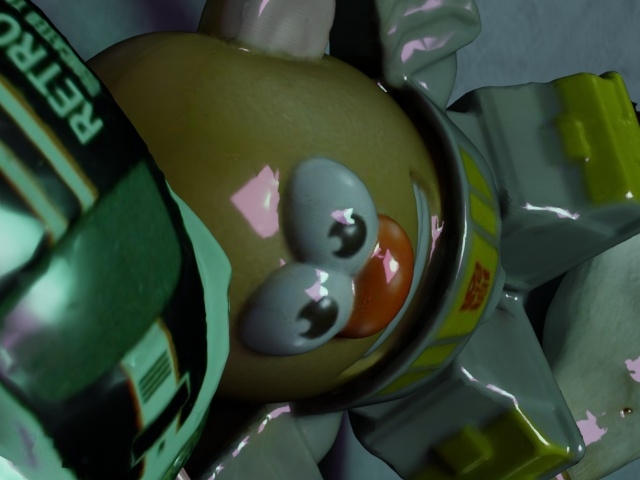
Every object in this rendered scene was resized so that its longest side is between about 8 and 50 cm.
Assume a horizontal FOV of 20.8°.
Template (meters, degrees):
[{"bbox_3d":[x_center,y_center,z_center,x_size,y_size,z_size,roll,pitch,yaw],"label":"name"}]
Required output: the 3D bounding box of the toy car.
[{"bbox_3d":[-0.145,-0.035,0.480,0.306,0.125,0.136,45,47,-6],"label":"toy car"}]

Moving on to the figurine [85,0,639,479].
[{"bbox_3d":[-0.001,0.001,0.705,0.285,0.167,0.342,19,70,-46],"label":"figurine"}]

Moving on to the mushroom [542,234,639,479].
[{"bbox_3d":[0.157,0.082,0.983,0.116,0.093,0.225,50,54,-15],"label":"mushroom"}]

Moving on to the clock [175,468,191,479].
[{"bbox_3d":[-0.131,0.147,0.551,0.244,0.056,0.244,4,83,-34],"label":"clock"}]
